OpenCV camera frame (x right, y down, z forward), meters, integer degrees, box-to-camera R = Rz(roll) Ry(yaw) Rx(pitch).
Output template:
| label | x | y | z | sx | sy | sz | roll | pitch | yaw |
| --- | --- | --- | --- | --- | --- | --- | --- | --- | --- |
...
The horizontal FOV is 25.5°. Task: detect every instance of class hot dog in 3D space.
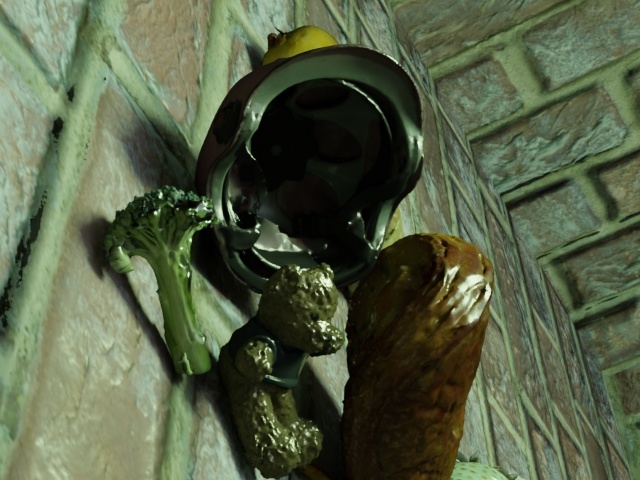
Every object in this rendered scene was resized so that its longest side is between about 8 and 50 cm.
| label | x | y | z | sx | sy | sz | roll | pitch | yaw |
| --- | --- | --- | --- | --- | --- | --- | --- | --- | --- |
| hot dog | 0.107 | 0.175 | 1.788 | 0.267 | 0.174 | 0.387 | -80 | 179 | -59 |

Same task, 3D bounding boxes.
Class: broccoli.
| label | x | y | z | sx | sy | sz | roll | pitch | yaw |
| --- | --- | --- | --- | --- | --- | --- | --- | --- | --- |
| broccoli | -0.157 | 0.044 | 1.491 | 0.122 | 0.118 | 0.204 | -74 | 154 | -83 |

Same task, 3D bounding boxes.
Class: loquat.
| label | x | y | z | sx | sy | sz | roll | pitch | yaw |
| --- | --- | --- | --- | --- | --- | --- | --- | --- | --- |
| loquat | -0.026 | -0.280 | 2.304 | 0.163 | 0.137 | 0.163 | 28 | 53 | -46 |

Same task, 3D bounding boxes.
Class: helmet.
| label | x | y | z | sx | sy | sz | roll | pitch | yaw |
| --- | --- | --- | --- | --- | --- | --- | --- | --- | --- |
| helmet | -0.028 | -0.106 | 1.762 | 0.271 | 0.338 | 0.197 | 6 | 20 | -25 |

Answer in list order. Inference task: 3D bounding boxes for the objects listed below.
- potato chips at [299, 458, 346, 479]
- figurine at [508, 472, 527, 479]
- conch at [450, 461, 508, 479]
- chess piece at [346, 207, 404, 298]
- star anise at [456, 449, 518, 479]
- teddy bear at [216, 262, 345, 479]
| label | x | y | z | sx | sy | sz | roll | pitch | yaw |
| --- | --- | --- | --- | --- | --- | --- | --- | --- | --- |
| potato chips | 0.014 | 0.297 | 1.776 | 0.204 | 0.026 | 0.037 | 39 | 24 | -59 |
| figurine | 0.340 | 0.479 | 2.344 | 0.256 | 0.182 | 0.144 | 57 | -8 | -17 |
| conch | 0.176 | 0.381 | 1.939 | 0.200 | 0.172 | 0.131 | 2 | 42 | -32 |
| chess piece | 0.098 | 0.070 | 2.256 | 0.137 | 0.137 | 0.301 | -98 | 170 | -46 |
| star anise | 0.245 | 0.388 | 2.211 | 0.181 | 0.061 | 0.204 | 32 | 19 | 28 |
| teddy bear | -0.053 | 0.142 | 1.592 | 0.182 | 0.129 | 0.251 | -23 | 127 | -72 |
